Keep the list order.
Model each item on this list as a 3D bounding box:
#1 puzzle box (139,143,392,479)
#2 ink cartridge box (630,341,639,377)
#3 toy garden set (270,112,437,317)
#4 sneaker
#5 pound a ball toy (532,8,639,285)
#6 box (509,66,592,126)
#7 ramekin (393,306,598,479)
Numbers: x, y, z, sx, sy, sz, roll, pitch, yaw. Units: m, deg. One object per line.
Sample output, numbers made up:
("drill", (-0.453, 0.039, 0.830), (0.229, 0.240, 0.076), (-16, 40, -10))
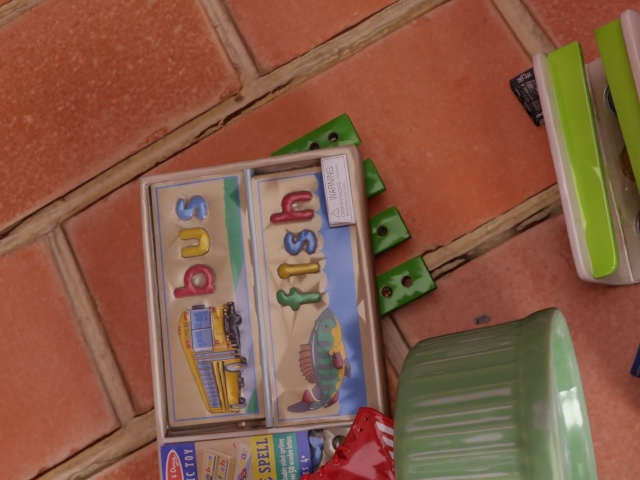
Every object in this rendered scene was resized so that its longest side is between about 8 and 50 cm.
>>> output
("puzzle box", (-0.066, 0.107, 1.108), (0.272, 0.052, 0.409), (-8, 82, 13))
("ink cartridge box", (0.437, 0.200, 0.914), (0.311, 0.186, 0.065), (28, 83, 20))
("toy garden set", (0.000, 0.000, 1.170), (0.203, 0.049, 0.244), (-28, 72, 9))
("sneaker", (0.014, 0.244, 1.015), (0.221, 0.087, 0.128), (-3, 74, 0))
("pound a ball toy", (0.374, -0.085, 1.030), (0.208, 0.135, 0.319), (-22, 70, 40))
("box", (0.283, -0.188, 1.173), (0.083, 0.018, 0.067), (-30, 67, 3))
("ramekin", (0.176, 0.222, 0.921), (0.148, 0.303, 0.304), (-9, 70, 19))
